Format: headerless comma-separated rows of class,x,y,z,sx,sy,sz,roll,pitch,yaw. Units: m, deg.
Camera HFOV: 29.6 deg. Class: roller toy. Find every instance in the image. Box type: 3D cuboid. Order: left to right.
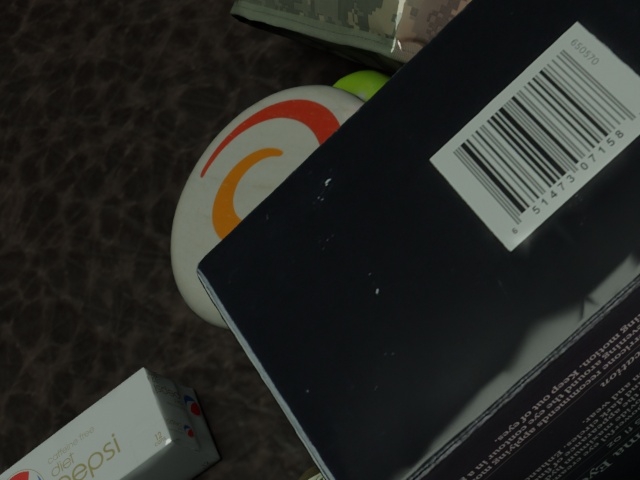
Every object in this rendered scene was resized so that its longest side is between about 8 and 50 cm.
roller toy,0.000,0.000,0.879,0.209,0.146,0.191,-30,47,25

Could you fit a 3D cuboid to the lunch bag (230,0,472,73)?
lunch bag,0.059,-0.248,0.904,0.287,0.169,0.235,28,104,52

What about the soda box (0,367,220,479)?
soda box,-0.189,0.196,0.960,0.216,0.069,0.074,-37,54,14

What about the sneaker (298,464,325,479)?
sneaker,0.009,0.176,0.800,0.086,0.064,0.192,-117,31,-47

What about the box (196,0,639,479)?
box,0.170,0.009,0.664,0.343,0.312,0.179,-43,53,8
